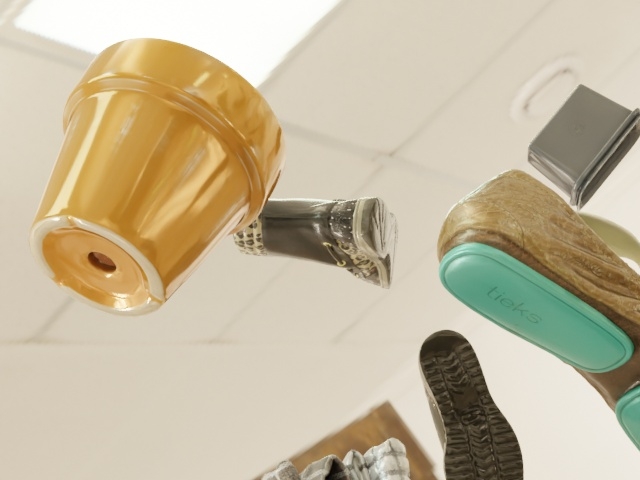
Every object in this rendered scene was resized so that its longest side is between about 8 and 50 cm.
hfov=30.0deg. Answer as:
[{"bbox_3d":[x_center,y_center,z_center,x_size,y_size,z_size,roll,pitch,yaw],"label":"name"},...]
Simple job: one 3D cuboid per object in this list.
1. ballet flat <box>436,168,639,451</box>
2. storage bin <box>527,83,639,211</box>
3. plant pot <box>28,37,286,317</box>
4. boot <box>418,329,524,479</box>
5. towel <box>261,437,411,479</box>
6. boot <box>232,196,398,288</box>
[{"bbox_3d":[0.232,0.068,0.855,0.116,0.342,0.124,-43,12,53],"label":"ballet flat"},{"bbox_3d":[0.317,-0.117,1.446,0.135,0.091,0.098,-49,-18,-8],"label":"storage bin"},{"bbox_3d":[-0.158,-0.042,1.061,0.205,0.205,0.188,111,-177,-53],"label":"plant pot"},{"bbox_3d":[0.147,0.191,1.191,0.076,0.198,0.137,-12,-11,-2],"label":"boot"},{"bbox_3d":[-0.012,0.324,0.977,0.121,0.235,0.284,4,-35,-24],"label":"towel"},{"bbox_3d":[0.000,-0.002,1.467,0.178,0.085,0.236,3,-15,12],"label":"boot"}]
